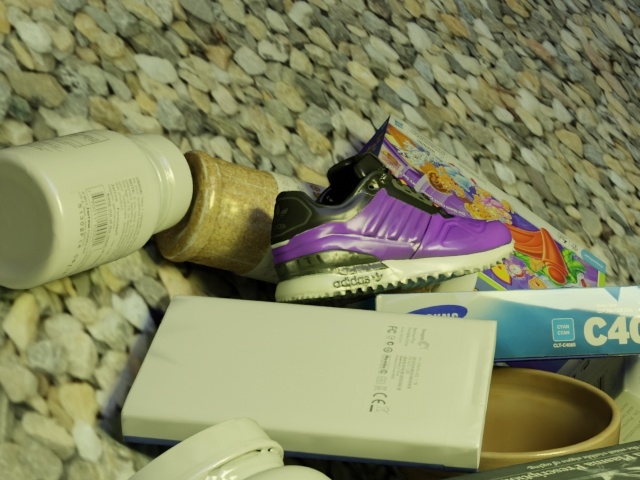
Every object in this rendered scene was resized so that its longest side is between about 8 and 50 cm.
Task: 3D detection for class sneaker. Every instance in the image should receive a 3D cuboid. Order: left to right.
[{"bbox_3d":[0.075,-0.023,1.773,0.293,0.102,0.146,-8,84,-34],"label":"sneaker"}]

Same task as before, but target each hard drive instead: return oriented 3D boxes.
[{"bbox_3d":[-0.003,0.129,1.598,0.318,0.040,0.210,4,30,8],"label":"hard drive"}]

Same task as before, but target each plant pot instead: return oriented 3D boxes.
[{"bbox_3d":[0.167,0.209,1.654,0.237,0.110,0.237,1,15,0],"label":"plant pot"}]

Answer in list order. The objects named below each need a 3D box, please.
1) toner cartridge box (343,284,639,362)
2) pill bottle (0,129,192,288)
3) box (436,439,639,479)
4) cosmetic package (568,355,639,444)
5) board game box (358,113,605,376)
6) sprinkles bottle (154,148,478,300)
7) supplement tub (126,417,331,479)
[{"bbox_3d":[0.210,0.090,1.801,0.347,0.165,0.075,-2,84,-11],"label":"toner cartridge box"},{"bbox_3d":[-0.229,-0.038,1.656,0.131,0.131,0.229,47,30,14],"label":"pill bottle"},{"bbox_3d":[0.276,0.299,1.404,0.343,0.179,0.312,-6,12,-34],"label":"box"},{"bbox_3d":[0.371,0.223,1.962,0.183,0.151,0.151,35,29,-10],"label":"cosmetic package"},{"bbox_3d":[0.190,0.016,2.116,0.347,0.078,0.233,34,30,-9],"label":"board game box"},{"bbox_3d":[0.000,0.000,1.854,0.355,0.121,0.121,14,38,-31],"label":"sprinkles bottle"},{"bbox_3d":[-0.029,0.319,1.285,0.325,0.235,0.235,50,31,18],"label":"supplement tub"}]
